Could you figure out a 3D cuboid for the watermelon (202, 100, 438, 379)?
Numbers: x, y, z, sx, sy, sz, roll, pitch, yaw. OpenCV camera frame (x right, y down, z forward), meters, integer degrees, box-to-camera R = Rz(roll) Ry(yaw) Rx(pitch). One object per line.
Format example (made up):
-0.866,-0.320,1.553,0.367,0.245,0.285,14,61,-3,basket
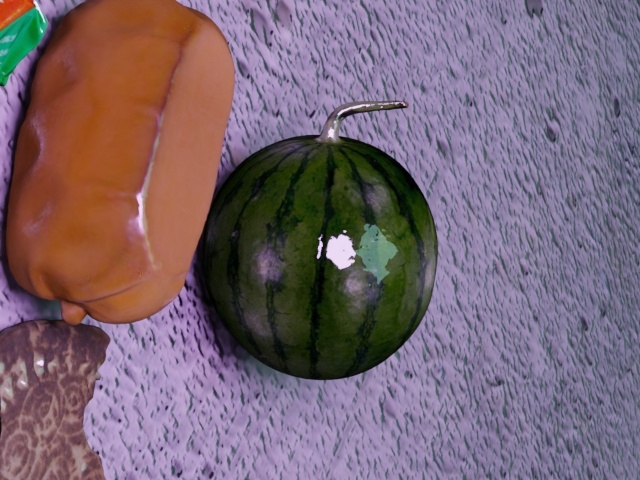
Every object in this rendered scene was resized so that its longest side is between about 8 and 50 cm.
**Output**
0.000,0.000,1.520,0.188,0.188,0.215,-27,123,-56,watermelon

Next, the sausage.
-0.139,-0.057,1.352,0.120,0.136,0.241,39,54,-55,sausage

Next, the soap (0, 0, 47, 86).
-0.284,-0.093,1.010,0.218,0.098,0.273,47,47,-2,soap

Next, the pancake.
-0.182,0.197,1.361,0.288,0.033,0.286,35,57,-52,pancake
